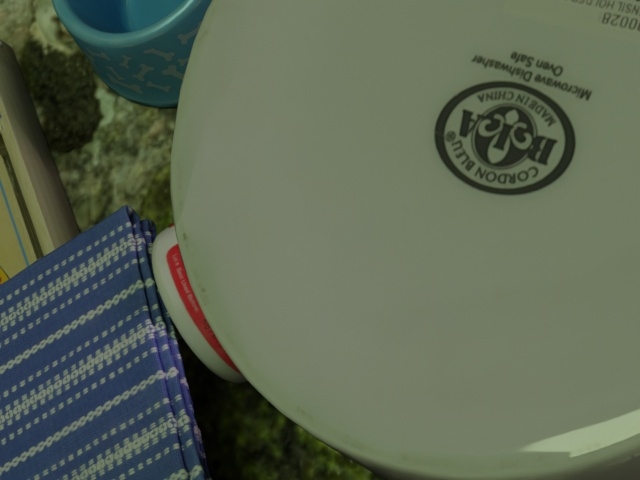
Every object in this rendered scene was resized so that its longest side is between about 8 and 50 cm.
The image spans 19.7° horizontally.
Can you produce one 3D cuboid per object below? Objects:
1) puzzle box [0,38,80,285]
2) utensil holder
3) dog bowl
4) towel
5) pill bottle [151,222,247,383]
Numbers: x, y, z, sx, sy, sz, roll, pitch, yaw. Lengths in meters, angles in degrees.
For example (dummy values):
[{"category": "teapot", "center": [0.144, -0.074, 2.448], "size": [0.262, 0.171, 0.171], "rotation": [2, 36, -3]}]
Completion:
[{"category": "puzzle box", "center": [-0.271, 0.081, 1.245], "size": [0.272, 0.052, 0.409], "rotation": [-32, 60, 13]}, {"category": "utensil holder", "center": [0.153, 0.005, 0.856], "size": [0.328, 0.385, 0.327], "rotation": [-9, 69, 25]}, {"category": "dog bowl", "center": [-0.070, -0.233, 1.242], "size": [0.166, 0.074, 0.297], "rotation": [37, 91, 32]}, {"category": "towel", "center": [-0.166, 0.158, 1.076], "size": [0.243, 0.040, 0.336], "rotation": [-32, 46, 15]}, {"category": "pill bottle", "center": [0.000, 0.000, 1.100], "size": [0.180, 0.108, 0.108], "rotation": [-30, 61, 15]}]
